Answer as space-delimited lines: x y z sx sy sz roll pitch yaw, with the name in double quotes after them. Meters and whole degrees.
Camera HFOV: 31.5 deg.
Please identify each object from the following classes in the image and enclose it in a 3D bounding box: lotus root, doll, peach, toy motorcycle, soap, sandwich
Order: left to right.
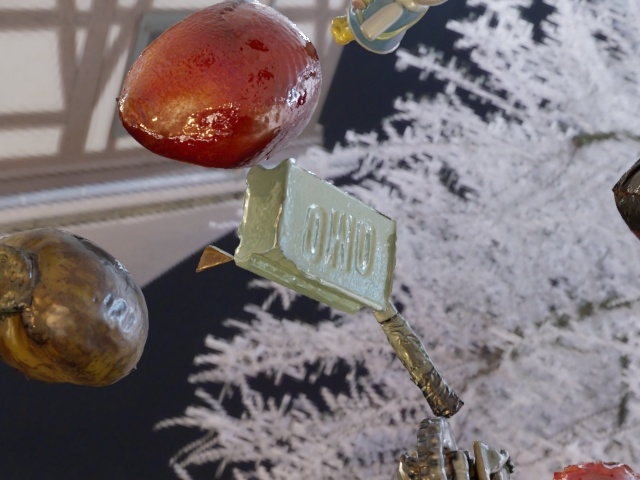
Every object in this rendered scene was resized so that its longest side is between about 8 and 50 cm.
-0.200 0.057 0.904 0.120 0.120 0.209 40 171 30 "lotus root"
-0.210 0.030 2.215 0.083 0.044 0.031 -17 176 15 "sandwich"
-0.093 -0.170 1.221 0.159 0.154 0.267 40 -152 17 "peach"
0.000 0.000 1.207 0.063 0.114 0.198 -8 158 38 "soap"
0.110 -0.313 1.438 0.135 0.241 0.099 -9 -105 -35 "doll"
0.119 0.233 0.932 0.094 0.229 0.130 -15 -121 17 "toy motorcycle"

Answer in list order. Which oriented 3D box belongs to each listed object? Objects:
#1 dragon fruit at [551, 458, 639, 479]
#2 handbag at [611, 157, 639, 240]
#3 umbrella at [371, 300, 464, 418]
0.414 0.459 1.688 0.205 0.210 0.268 7 -107 -7 "dragon fruit"
0.542 -0.029 1.621 0.215 0.155 0.169 45 179 -16 "handbag"
0.132 0.167 1.589 0.188 0.046 0.050 55 177 -7 "umbrella"
